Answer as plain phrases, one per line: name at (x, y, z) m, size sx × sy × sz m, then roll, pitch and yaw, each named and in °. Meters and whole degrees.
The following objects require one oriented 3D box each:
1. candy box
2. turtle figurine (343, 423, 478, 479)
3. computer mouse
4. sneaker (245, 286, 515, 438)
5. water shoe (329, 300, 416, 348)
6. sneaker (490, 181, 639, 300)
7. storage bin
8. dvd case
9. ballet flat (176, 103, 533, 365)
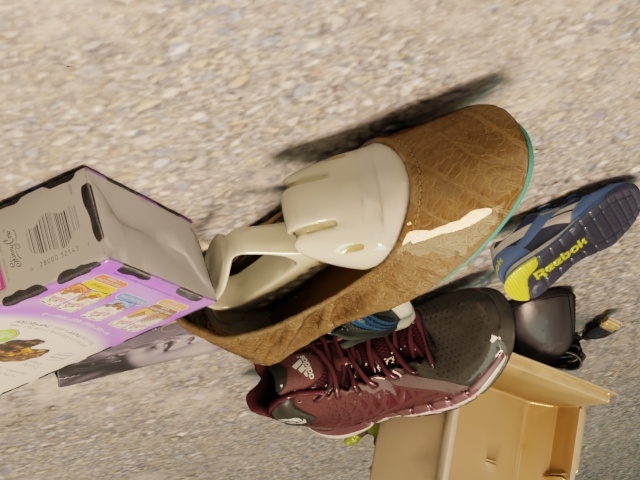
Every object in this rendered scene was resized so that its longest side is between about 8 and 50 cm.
candy box at (-0.198, 0.036, 1.097) m, size 0.196 × 0.070 × 0.165 m, roll -23°, pitch 161°, yaw 15°
turtle figurine at (0.115, 0.248, 1.780) m, size 0.270 × 0.087 × 0.217 m, roll 16°, pitch -172°, yaw -39°
computer mouse at (0.255, 0.114, 1.733) m, size 0.184 × 0.060 × 0.262 m, roll -11°, pitch 161°, yaw -14°
sneaker at (0.040, 0.122, 1.505) m, size 0.163 × 0.106 × 0.281 m, roll 9°, pitch 148°, yaw -44°
water shoe at (0.031, 0.053, 1.324) m, size 0.080 × 0.073 × 0.203 m, roll -30°, pitch 162°, yaw 1°
sneaker at (0.206, -0.011, 1.359) m, size 0.144 × 0.059 × 0.053 m, roll -32°, pitch 130°, yaw -2°
storage bin at (0.176, 0.259, 1.637) m, size 0.260 × 0.262 × 0.123 m, roll 21°, pitch 162°, yaw -37°
dvd case at (-0.117, 0.072, 1.352) m, size 0.221 × 0.018 × 0.164 m, roll -13°, pitch 161°, yaw -12°
ballet flat at (0.000, 0.000, 1.133) m, size 0.124 × 0.116 × 0.342 m, roll 8°, pitch 155°, yaw -35°
